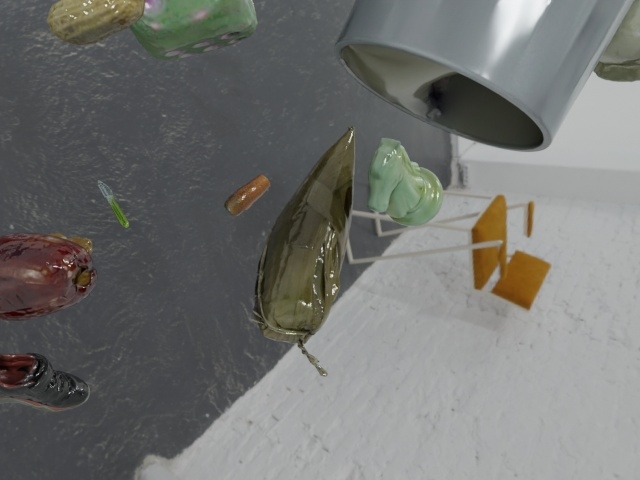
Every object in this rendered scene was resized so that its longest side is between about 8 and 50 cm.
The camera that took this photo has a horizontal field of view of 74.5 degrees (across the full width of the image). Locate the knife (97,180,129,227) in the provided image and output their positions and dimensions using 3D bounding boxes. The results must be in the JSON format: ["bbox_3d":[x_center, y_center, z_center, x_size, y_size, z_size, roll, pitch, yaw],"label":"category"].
[{"bbox_3d":[-0.519,-0.093,1.055,0.022,0.184,0.026,-53,150,20],"label":"knife"}]

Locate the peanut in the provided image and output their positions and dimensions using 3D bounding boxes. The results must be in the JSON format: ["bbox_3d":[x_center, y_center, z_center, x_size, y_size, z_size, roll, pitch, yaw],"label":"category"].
[{"bbox_3d":[-0.441,-0.451,0.843,0.194,0.083,0.093,-25,167,-11],"label":"peanut"}]

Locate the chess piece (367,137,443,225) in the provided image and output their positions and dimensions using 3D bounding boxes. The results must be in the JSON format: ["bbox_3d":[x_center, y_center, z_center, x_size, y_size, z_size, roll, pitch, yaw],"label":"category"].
[{"bbox_3d":[0.204,-0.142,1.108,0.298,0.176,0.175,19,85,-56],"label":"chess piece"}]

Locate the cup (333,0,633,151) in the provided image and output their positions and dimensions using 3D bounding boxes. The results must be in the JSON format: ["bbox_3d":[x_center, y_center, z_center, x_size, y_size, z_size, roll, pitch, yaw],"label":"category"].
[{"bbox_3d":[0.211,-0.274,0.431,0.323,0.237,0.327,16,102,-51],"label":"cup"}]

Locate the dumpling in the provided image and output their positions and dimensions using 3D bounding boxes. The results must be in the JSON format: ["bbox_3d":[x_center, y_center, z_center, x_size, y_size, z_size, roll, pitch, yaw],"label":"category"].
[{"bbox_3d":[0.517,-0.326,0.688,0.100,0.169,0.134,-34,92,-32],"label":"dumpling"}]

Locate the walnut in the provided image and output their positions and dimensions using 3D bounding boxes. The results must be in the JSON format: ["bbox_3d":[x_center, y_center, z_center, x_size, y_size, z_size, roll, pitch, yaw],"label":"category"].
[{"bbox_3d":[-0.676,0.074,1.024,0.244,0.269,0.221,-90,178,-59],"label":"walnut"}]

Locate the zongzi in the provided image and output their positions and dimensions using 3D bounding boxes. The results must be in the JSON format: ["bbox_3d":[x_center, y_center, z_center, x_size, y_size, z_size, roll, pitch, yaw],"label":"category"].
[{"bbox_3d":[-0.021,-0.007,1.017,0.500,0.218,0.467,-86,-167,-60],"label":"zongzi"}]

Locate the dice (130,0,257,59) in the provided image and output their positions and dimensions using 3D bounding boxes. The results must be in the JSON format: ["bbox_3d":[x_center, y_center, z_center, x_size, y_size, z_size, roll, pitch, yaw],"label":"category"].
[{"bbox_3d":[-0.369,-0.698,1.154,0.318,0.322,0.330,-91,166,-74],"label":"dice"}]

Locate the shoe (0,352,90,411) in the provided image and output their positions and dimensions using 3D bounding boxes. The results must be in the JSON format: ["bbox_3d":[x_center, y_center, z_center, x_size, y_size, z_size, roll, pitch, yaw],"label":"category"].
[{"bbox_3d":[-0.714,0.343,1.053,0.137,0.114,0.291,-39,138,18],"label":"shoe"}]

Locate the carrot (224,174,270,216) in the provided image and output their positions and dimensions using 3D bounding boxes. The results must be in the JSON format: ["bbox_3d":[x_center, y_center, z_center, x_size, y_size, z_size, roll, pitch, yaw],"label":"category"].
[{"bbox_3d":[-0.278,-0.174,1.602,0.193,0.087,0.087,-43,135,-11],"label":"carrot"}]
